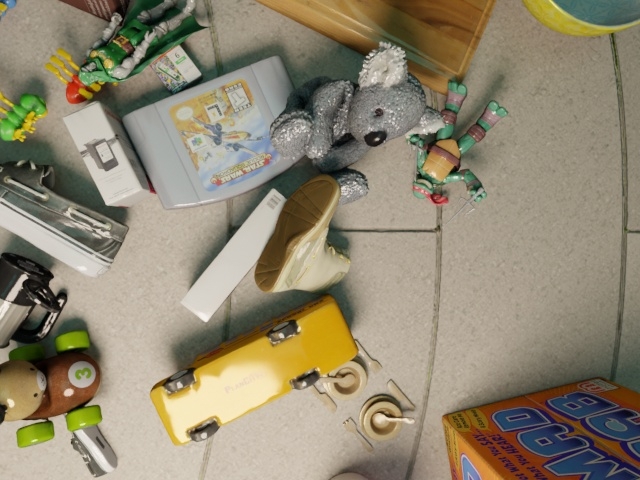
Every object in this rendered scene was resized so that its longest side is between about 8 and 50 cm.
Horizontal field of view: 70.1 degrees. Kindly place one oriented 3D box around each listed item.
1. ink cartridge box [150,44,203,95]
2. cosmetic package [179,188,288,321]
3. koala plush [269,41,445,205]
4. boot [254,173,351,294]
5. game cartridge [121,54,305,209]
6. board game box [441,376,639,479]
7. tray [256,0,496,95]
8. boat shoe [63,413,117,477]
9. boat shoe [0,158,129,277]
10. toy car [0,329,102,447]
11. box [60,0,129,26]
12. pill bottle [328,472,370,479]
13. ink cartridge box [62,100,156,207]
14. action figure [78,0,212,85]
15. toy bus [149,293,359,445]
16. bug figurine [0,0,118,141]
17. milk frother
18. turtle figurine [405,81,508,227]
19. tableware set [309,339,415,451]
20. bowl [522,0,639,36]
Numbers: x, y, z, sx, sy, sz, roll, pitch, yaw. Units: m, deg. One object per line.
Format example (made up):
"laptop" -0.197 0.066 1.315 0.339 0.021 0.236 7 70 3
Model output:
"ink cartridge box" -0.266 -0.314 0.794 0.063 0.029 0.115 -38 96 -6
"cosmetic package" -0.137 0.023 0.787 0.060 0.099 0.239 39 87 -10
"koala plush" 0.069 -0.201 0.726 0.196 0.221 0.203 41 47 -35
"boot" 0.000 0.000 0.768 0.165 0.077 0.213 15 111 -51
"game cartridge" -0.163 -0.178 0.798 0.297 0.062 0.198 -26 91 -8
"board game box" 0.462 0.487 0.750 0.356 0.356 0.356 -11 93 -8
"tray" 0.100 -0.449 0.820 0.411 0.076 0.203 23 88 -9
"boat shoe" -0.404 0.345 0.783 0.040 0.049 0.142 -30 97 -6
"boat shoe" -0.473 -0.073 0.741 0.335 0.121 0.119 36 79 -18
"toy car" -0.435 0.218 0.684 0.149 0.188 0.155 -17 72 -7
"box" -0.366 -0.485 0.697 0.167 0.168 0.203 18 89 -18
"pill bottle" 0.068 0.506 0.743 0.153 0.264 0.153 0 91 -6
"ink cartridge box" -0.339 -0.136 0.748 0.063 0.109 0.150 -26 95 -5
"action figure" -0.296 -0.322 0.731 0.137 0.063 0.232 29 65 10
"toy bus" -0.106 0.211 0.779 0.332 0.130 0.108 -25 96 -7
"bug figurine" -0.491 -0.284 0.741 0.279 0.072 0.216 38 80 -2
"milk frother" -0.485 0.109 0.717 0.129 0.143 0.135 32 85 -15
"turtle figurine" 0.223 -0.152 0.822 0.175 0.118 0.234 28 93 -12
"tableware set" 0.083 0.298 0.853 0.128 0.039 0.194 -42 96 -5
"bowl" 0.462 -0.495 0.826 0.289 0.156 0.289 0 92 -8
